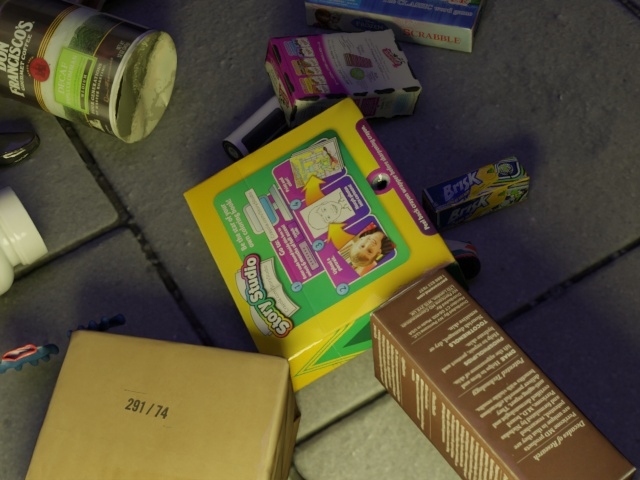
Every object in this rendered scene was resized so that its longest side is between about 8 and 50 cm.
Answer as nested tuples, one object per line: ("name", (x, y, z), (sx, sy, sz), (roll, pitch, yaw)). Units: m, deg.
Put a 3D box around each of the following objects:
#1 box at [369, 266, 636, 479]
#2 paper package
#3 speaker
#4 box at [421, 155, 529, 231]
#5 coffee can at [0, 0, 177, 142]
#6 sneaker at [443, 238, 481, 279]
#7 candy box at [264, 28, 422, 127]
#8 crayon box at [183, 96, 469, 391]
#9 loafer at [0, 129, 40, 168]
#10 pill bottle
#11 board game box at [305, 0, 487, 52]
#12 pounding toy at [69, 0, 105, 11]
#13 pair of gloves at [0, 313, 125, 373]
("box", (0.232, 0.237, 1.459), (0.143, 0.191, 0.381), (-31, 59, -15))
("paper package", (-0.212, 0.301, 1.471), (0.324, 0.168, 0.310), (6, 58, 9))
("speaker", (-0.104, -0.193, 1.869), (0.055, 0.055, 0.136), (34, 64, 25))
("box", (0.249, -0.075, 1.751), (0.168, 0.059, 0.054), (-21, 54, -9))
("coffee can", (-0.417, -0.306, 1.880), (0.275, 0.202, 0.202), (20, 60, 15))
("sneaker", (0.168, 0.031, 1.698), (0.161, 0.057, 0.075), (-7, 32, 7))
("candy box", (0.037, -0.282, 1.875), (0.233, 0.071, 0.159), (-8, 54, -18))
("crayon box", (0.000, 0.000, 1.658), (0.313, 0.106, 0.363), (-31, 56, 3))
("loafer", (-0.574, -0.160, 1.885), (0.170, 0.061, 0.062), (-21, 55, -10))
("pill bottle", (-0.587, 0.040, 1.684), (0.301, 0.169, 0.169), (-32, 58, -15))
("board game box", (0.169, -0.514, 2.057), (0.318, 0.066, 0.318), (12, 57, 13))
("pounding toy", (-0.468, -0.477, 2.008), (0.269, 0.155, 0.154), (-38, 69, 7))
("pair of gloves", (-0.383, 0.154, 1.604), (0.198, 0.159, 0.023), (-20, 84, -14))
